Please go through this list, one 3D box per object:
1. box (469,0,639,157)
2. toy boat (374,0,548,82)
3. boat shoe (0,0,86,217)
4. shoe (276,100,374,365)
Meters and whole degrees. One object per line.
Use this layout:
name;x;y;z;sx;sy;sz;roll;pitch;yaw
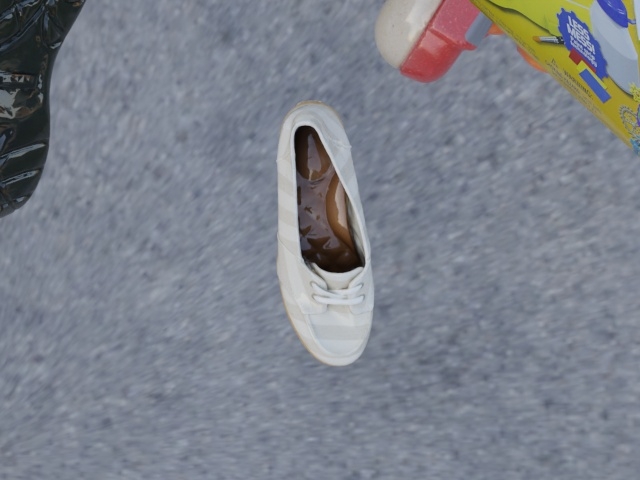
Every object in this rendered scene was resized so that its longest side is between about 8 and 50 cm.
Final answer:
box;0.148;-0.248;0.799;0.177;0.279;0.290;-32;48;-8
toy boat;0.137;-0.179;1.127;0.151;0.231;0.151;32;108;-2
boat shoe;-0.282;-0.182;1.251;0.122;0.120;0.324;6;102;-55
shoe;0.000;0.000;1.198;0.076;0.058;0.219;-9;102;-2
